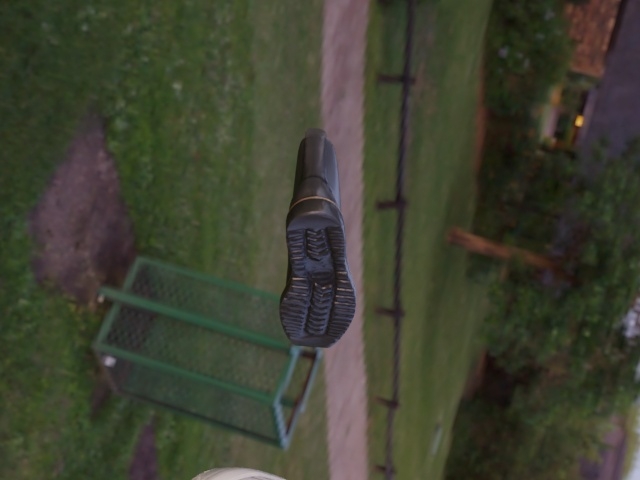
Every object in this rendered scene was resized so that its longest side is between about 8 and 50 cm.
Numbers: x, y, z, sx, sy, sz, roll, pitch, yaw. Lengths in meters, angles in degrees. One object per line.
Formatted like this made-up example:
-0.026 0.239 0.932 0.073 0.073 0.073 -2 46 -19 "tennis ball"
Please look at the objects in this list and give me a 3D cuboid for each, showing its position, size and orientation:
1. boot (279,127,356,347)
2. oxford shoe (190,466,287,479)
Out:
0.000 0.000 1.238 0.137 0.077 0.197 -89 -175 -46 "boot"
0.044 0.297 1.054 0.449 0.130 0.169 28 84 -49 "oxford shoe"
